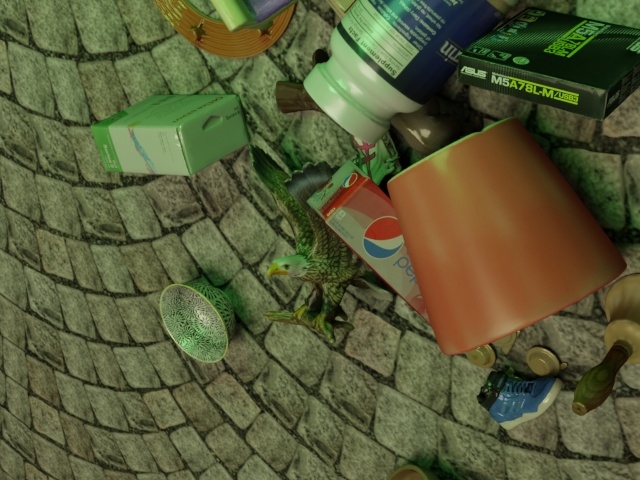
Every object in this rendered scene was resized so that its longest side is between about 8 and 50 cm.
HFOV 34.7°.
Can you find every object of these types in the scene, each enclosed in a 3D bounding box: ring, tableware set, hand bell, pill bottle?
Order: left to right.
[{"bbox_3d":[-0.172,-0.439,1.570,0.337,0.032,0.336,21,128,29],"label":"ring"},{"bbox_3d":[0.108,-0.258,1.288,0.153,0.153,0.264,45,109,8],"label":"pill bottle"},{"bbox_3d":[0.291,0.184,1.582,0.169,0.020,0.141,44,138,8],"label":"tableware set"},{"bbox_3d":[0.382,0.154,1.322,0.126,0.242,0.126,21,129,29],"label":"hand bell"}]

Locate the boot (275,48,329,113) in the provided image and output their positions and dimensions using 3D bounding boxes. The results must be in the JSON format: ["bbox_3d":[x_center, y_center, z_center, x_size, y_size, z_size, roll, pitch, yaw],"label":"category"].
[{"bbox_3d":[-0.032,-0.244,1.575,0.114,0.037,0.106,11,121,41],"label":"boot"}]

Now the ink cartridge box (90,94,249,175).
[{"bbox_3d":[-0.250,-0.179,1.712,0.212,0.154,0.093,4,118,39],"label":"ink cartridge box"}]

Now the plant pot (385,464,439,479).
[{"bbox_3d":[0.182,0.520,1.788,0.110,0.237,0.237,17,141,-21],"label":"plant pot"}]

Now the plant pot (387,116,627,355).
[{"bbox_3d":[0.225,-0.013,1.354,0.275,0.275,0.243,-30,87,47],"label":"plant pot"}]

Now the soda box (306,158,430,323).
[{"bbox_3d":[0.103,0.007,1.480,0.263,0.092,0.083,43,-177,-30],"label":"soda box"}]

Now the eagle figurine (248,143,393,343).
[{"bbox_3d":[-0.005,0.002,1.595,0.226,0.225,0.298,2,101,11],"label":"eagle figurine"}]

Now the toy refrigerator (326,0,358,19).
[{"bbox_3d":[-0.002,-0.434,1.382,0.269,0.094,0.102,51,136,2],"label":"toy refrigerator"}]

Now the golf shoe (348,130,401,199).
[{"bbox_3d":[0.088,-0.137,1.520,0.086,0.067,0.186,22,139,21],"label":"golf shoe"}]

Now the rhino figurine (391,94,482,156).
[{"bbox_3d":[0.106,-0.212,1.421,0.243,0.106,0.073,46,136,8],"label":"rhino figurine"}]

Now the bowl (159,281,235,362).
[{"bbox_3d":[-0.216,0.140,1.942,0.170,0.080,0.170,22,128,30],"label":"bowl"}]

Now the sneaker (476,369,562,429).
[{"bbox_3d":[0.294,0.229,1.551,0.084,0.058,0.152,40,145,-1],"label":"sneaker"}]

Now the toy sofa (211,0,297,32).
[{"bbox_3d":[0.001,-0.411,1.233,0.362,0.177,0.150,-32,90,19],"label":"toy sofa"}]

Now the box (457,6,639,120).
[{"bbox_3d":[0.286,-0.214,1.206,0.184,0.191,0.045,19,128,32],"label":"box"}]
